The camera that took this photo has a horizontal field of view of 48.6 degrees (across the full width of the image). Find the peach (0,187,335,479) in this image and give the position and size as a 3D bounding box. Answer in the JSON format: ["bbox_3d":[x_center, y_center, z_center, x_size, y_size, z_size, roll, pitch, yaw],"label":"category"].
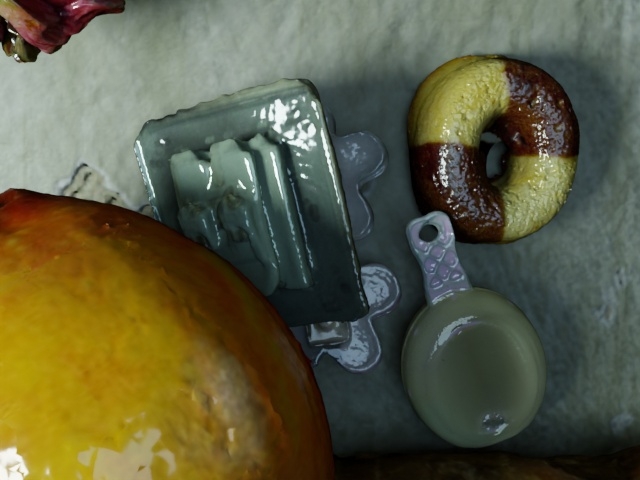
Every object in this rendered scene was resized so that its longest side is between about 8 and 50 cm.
[{"bbox_3d":[-0.170,0.142,0.526,0.290,0.372,0.373,-42,98,-32],"label":"peach"}]

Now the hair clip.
[{"bbox_3d":[0.000,0.000,0.654,0.146,0.075,0.257,-8,101,-2],"label":"hair clip"}]

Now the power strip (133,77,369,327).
[{"bbox_3d":[-0.072,-0.017,0.602,0.198,0.064,0.213,-12,97,29],"label":"power strip"}]

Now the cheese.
[{"bbox_3d":[0.130,0.081,0.659,0.137,0.064,0.228,-21,103,-6],"label":"cheese"}]

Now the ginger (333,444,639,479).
[{"bbox_3d":[0.166,0.306,0.637,0.417,0.176,0.255,5,89,-10],"label":"ginger"}]

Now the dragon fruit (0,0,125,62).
[{"bbox_3d":[-0.219,-0.309,0.536,0.250,0.250,0.315,27,75,-7],"label":"dragon fruit"}]

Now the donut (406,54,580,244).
[{"bbox_3d":[0.164,-0.084,0.660,0.166,0.073,0.184,7,95,-8],"label":"donut"}]
